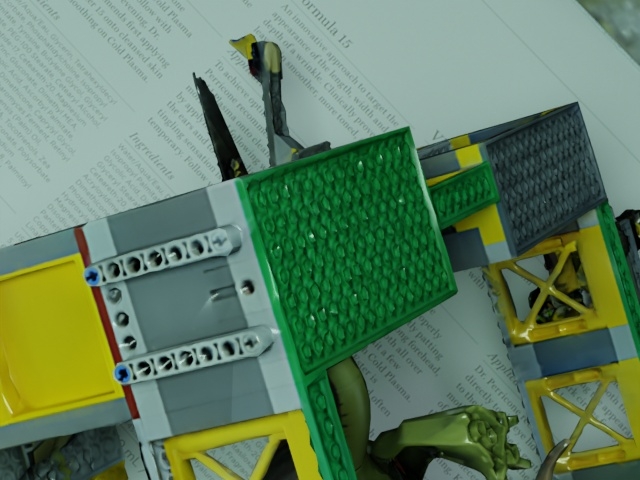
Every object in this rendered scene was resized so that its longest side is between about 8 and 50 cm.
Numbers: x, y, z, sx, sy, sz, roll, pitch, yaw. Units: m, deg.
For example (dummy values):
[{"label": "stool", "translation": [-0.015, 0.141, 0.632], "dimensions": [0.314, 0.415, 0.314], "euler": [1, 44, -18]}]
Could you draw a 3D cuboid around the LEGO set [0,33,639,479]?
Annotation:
[{"label": "LEGO set", "translation": [-0.019, 0.080, 0.533], "dimensions": [0.192, 0.331, 0.255], "euler": [-15, 102, 28]}]

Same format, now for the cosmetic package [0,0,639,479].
[{"label": "cosmetic package", "translation": [0.000, 0.000, 0.722], "dimensions": [0.284, 0.097, 0.377], "euler": [-42, 84, -10]}]
